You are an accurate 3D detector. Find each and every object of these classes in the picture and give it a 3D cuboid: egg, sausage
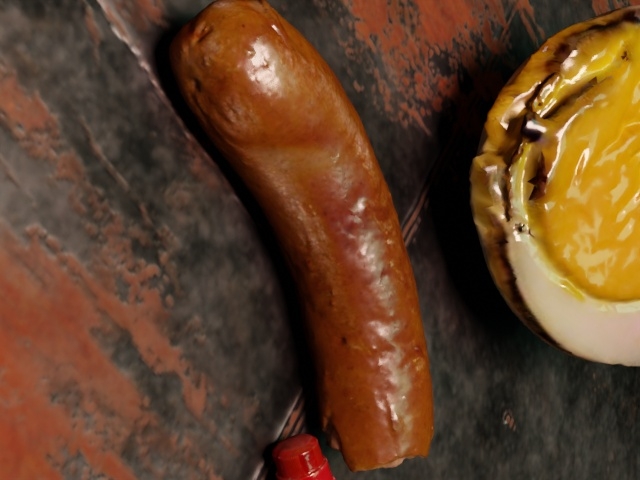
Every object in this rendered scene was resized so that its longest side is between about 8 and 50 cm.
[{"bbox_3d":[0.215,-0.045,0.844,0.286,0.174,0.264,-24,107,-22],"label":"egg"},{"bbox_3d":[0.002,-0.003,0.647,0.103,0.076,0.302,-42,119,-47],"label":"sausage"}]

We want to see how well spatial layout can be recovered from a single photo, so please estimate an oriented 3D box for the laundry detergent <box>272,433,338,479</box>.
[{"bbox_3d":[0.012,0.192,0.670,0.097,0.049,0.165,-35,113,-53],"label":"laundry detergent"}]
